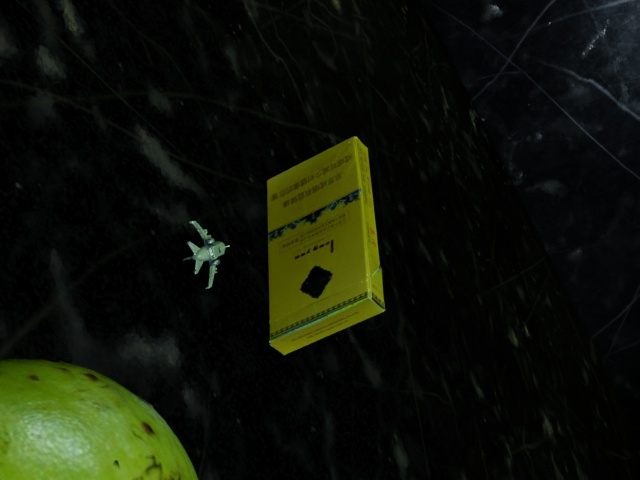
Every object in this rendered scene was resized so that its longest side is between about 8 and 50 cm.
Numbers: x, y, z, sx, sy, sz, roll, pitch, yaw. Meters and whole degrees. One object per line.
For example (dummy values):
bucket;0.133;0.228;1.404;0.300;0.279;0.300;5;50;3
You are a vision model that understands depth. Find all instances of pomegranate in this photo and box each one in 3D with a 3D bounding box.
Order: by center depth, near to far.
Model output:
pomegranate;-0.201;0.162;0.556;0.260;0.260;0.340;11;55;-61

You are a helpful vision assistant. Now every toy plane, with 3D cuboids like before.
toy plane;-0.129;0.013;1.076;0.083;0.033;0.080;-25;102;-66

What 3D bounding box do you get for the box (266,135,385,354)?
box;0.000;-0.001;1.204;0.041;0.153;0.279;42;33;-42
